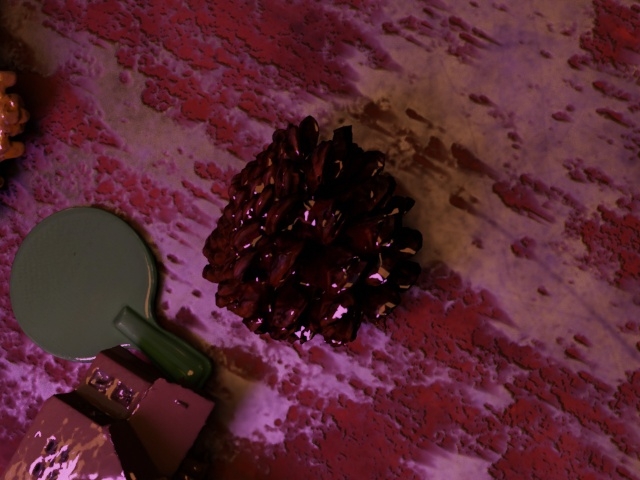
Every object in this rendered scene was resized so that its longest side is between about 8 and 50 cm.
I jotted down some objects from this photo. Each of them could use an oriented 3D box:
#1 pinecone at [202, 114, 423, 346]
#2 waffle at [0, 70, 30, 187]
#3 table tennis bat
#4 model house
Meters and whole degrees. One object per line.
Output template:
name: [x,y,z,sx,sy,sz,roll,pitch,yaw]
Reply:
pinecone: [0.000,0.000,1.096,0.221,0.221,0.222,-1,85,11]
waffle: [-0.433,-0.138,1.221,0.253,0.056,0.249,34,111,0]
table tennis bat: [-0.215,0.071,1.211,0.257,0.039,0.160,36,92,17]
model house: [-0.141,0.230,1.105,0.248,0.181,0.176,31,91,12]
